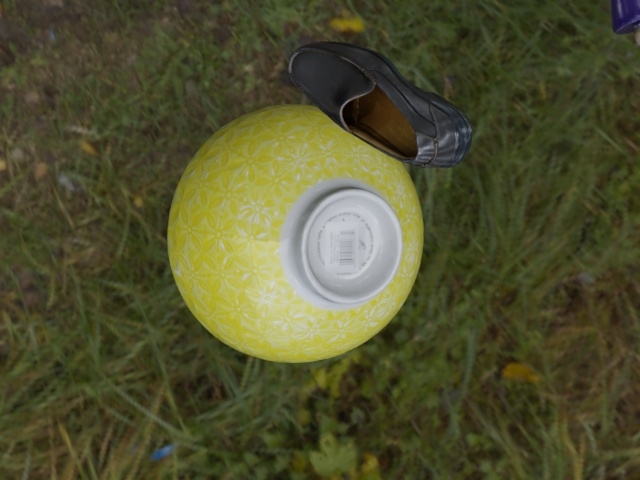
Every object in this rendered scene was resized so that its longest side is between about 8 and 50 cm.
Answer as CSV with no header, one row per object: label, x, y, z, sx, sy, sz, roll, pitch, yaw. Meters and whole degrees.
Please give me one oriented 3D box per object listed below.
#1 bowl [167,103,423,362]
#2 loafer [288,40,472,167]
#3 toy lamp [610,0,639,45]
bowl,0.000,0.000,1.186,0.289,0.156,0.290,-3,97,-24
loafer,0.035,-0.108,0.867,0.061,0.170,0.062,-17,129,-50
toy lamp,0.423,-0.202,1.396,0.080,0.275,0.080,-18,176,-1
